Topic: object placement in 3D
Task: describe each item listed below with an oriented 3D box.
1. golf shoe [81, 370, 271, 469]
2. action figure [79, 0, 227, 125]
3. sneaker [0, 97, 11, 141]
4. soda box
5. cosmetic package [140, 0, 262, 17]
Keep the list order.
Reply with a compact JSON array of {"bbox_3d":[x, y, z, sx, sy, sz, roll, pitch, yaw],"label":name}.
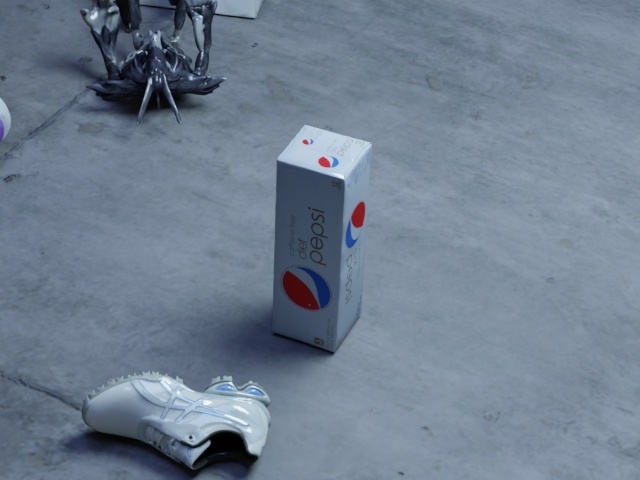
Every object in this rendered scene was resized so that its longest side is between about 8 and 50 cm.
[{"bbox_3d":[-0.134,0.170,1.727,0.176,0.069,0.086,-1,44,-2],"label":"golf shoe"},{"bbox_3d":[-0.198,-0.251,2.196,0.164,0.141,0.275,-8,37,-1],"label":"action figure"},{"bbox_3d":[-0.462,-0.112,2.055,0.236,0.095,0.104,2,46,-2],"label":"sneaker"},{"bbox_3d":[0.000,0.000,1.823,0.074,0.216,0.069,17,39,17],"label":"soda box"},{"bbox_3d":[-0.187,-0.343,2.376,0.239,0.060,0.099,7,39,7],"label":"cosmetic package"}]
